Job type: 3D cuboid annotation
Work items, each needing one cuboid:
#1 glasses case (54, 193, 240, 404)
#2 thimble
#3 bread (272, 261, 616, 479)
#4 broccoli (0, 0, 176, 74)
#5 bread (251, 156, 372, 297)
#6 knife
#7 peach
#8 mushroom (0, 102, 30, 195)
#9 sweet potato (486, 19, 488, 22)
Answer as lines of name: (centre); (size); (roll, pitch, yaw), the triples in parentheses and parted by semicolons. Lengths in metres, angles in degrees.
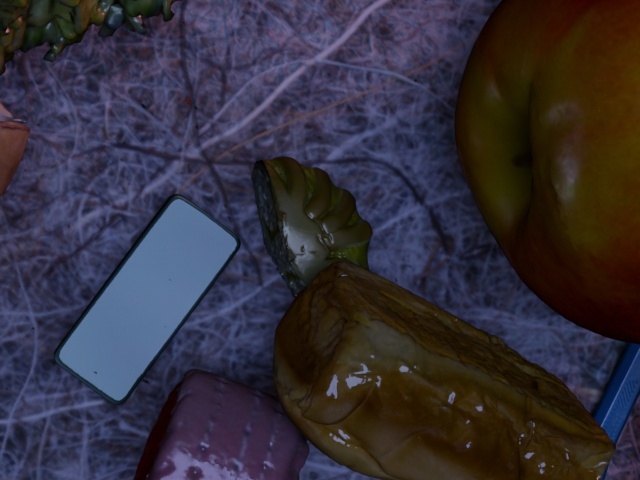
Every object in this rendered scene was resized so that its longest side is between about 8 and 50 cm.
glasses case: (-0.153, 0.052, 1.346); (0.078, 0.039, 0.184); (37, 88, -7)
thimble: (-0.093, 0.212, 1.300); (0.125, 0.163, 0.189); (23, 82, -8)
bread: (0.100, 0.142, 1.292); (0.294, 0.167, 0.132); (25, 115, -23)
broccoli: (-0.261, -0.298, 1.220); (0.324, 0.272, 0.334); (-20, 81, 13)
bread: (0.000, 0.000, 1.351); (0.094, 0.083, 0.157); (-9, 93, -19)
knife: (0.270, 0.172, 1.419); (0.044, 0.026, 0.296); (27, 86, -11)
peach: (0.308, -0.092, 1.239); (0.388, 0.388, 0.388); (0, 93, -8)
mushroom: (-0.381, -0.081, 1.232); (0.254, 0.195, 0.189); (27, 93, -5)
sweet potato: (0.270, -0.277, 1.378); (0.067, 0.059, 0.281); (44, 85, 4)
